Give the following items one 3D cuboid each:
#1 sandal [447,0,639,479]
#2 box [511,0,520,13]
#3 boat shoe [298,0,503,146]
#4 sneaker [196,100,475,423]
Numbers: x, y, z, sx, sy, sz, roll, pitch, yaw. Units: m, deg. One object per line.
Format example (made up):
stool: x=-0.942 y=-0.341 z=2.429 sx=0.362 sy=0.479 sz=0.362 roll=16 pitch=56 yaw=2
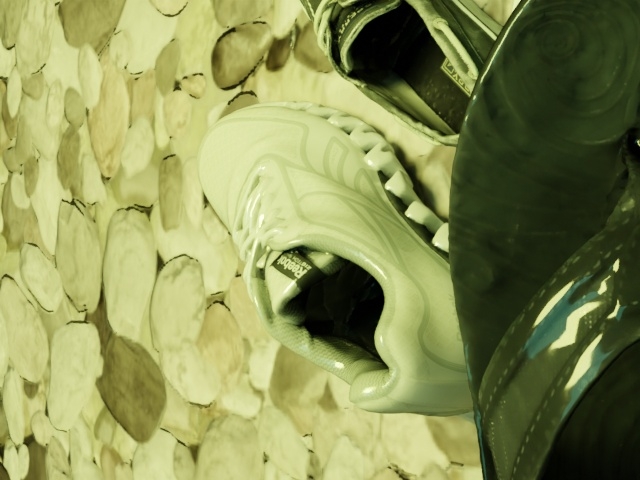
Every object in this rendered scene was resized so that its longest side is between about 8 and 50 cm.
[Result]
sandal: x=0.132 y=0.111 z=0.430 sx=0.107 sy=0.168 sz=0.445 roll=-67 pitch=-23 yaw=-77
box: x=0.142 y=-0.104 z=0.491 sx=0.100 sy=0.060 sz=0.244 roll=26 pitch=111 yaw=46
boat shoe: x=0.037 y=-0.119 z=0.608 sx=0.219 sy=0.070 sz=0.077 roll=45 pitch=124 yaw=39
sneaker: x=0.000 y=0.000 z=0.624 sx=0.292 sy=0.118 sz=0.110 roll=40 pitch=123 yaw=43
